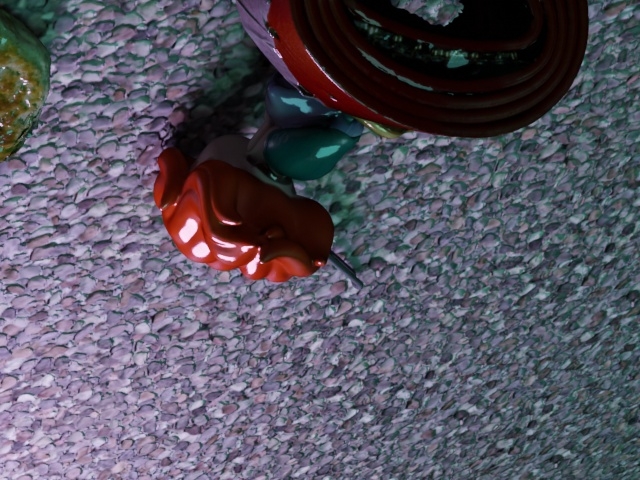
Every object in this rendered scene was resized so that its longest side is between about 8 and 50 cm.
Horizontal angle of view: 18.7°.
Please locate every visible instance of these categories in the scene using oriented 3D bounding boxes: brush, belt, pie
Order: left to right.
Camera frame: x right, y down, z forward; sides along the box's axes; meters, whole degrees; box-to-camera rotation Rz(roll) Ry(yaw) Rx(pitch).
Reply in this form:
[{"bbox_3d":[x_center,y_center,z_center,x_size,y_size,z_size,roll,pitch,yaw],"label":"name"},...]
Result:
[{"bbox_3d":[-0.345,-0.120,1.676,0.240,0.054,0.240,-19,149,-12],"label":"pie"},{"bbox_3d":[0.000,0.000,2.087,0.027,0.062,0.266,-36,152,6],"label":"brush"},{"bbox_3d":[0.073,-0.212,1.667,0.324,0.115,0.227,18,88,-28],"label":"belt"}]

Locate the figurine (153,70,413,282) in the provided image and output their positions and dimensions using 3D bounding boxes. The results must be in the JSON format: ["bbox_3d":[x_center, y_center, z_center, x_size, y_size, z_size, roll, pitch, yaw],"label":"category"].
[{"bbox_3d":[-0.048,-0.062,1.818,0.257,0.208,0.181,-49,160,24],"label":"figurine"}]
